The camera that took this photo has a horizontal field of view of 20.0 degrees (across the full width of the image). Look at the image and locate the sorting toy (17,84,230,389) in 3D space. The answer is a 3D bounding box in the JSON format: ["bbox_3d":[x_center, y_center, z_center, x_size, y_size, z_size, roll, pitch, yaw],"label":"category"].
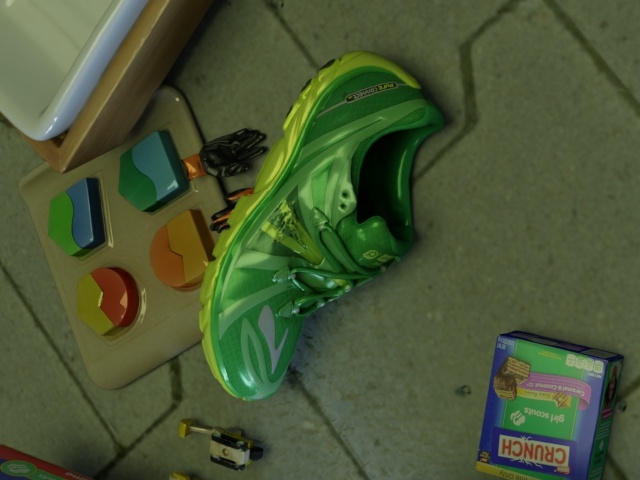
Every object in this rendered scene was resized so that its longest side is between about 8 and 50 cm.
[{"bbox_3d":[-0.161,-0.001,1.547,0.193,0.038,0.208,-31,76,27],"label":"sorting toy"}]

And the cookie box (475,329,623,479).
[{"bbox_3d":[0.170,0.130,1.354,0.092,0.040,0.107,12,98,29],"label":"cookie box"}]

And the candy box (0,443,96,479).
[{"bbox_3d":[-0.206,0.361,1.494,0.268,0.122,0.317,18,113,24],"label":"candy box"}]

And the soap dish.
[{"bbox_3d":[-0.189,-0.234,1.496,0.229,0.118,0.291,44,109,29],"label":"soap dish"}]

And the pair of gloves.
[{"bbox_3d":[-0.069,-0.049,1.494,0.074,0.010,0.083,-26,75,2],"label":"pair of gloves"}]

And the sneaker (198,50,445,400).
[{"bbox_3d":[0.000,0.000,1.407,0.123,0.109,0.295,31,103,27],"label":"sneaker"}]

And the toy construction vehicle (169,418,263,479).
[{"bbox_3d":[-0.080,0.198,1.512,0.098,0.035,0.086,14,109,32],"label":"toy construction vehicle"}]
